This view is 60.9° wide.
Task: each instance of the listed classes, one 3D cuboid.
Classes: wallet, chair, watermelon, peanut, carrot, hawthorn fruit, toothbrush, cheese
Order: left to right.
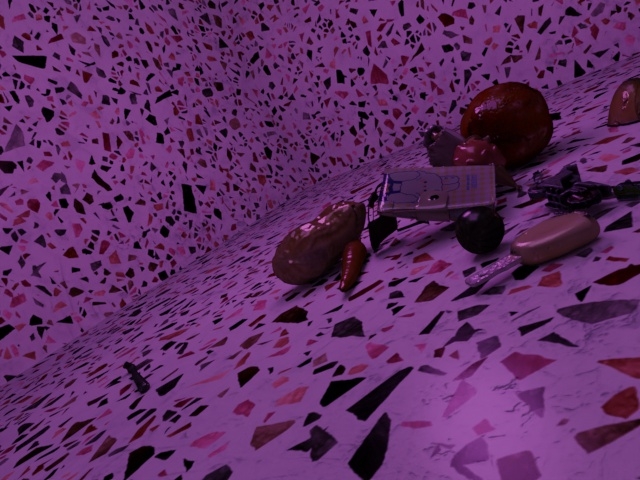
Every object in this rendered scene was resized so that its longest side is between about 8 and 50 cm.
[{"bbox_3d":[-0.511,0.376,1.507,0.030,0.030,0.297,-57,22,-16],"label":"toothbrush"},{"bbox_3d":[0.000,0.004,1.641,0.340,0.174,0.158,-35,35,-25],"label":"peanut"},{"bbox_3d":[0.087,0.067,1.485,0.069,0.069,0.336,-23,14,15],"label":"carrot"},{"bbox_3d":[0.197,-0.075,1.610,0.213,0.174,0.149,-32,42,-18],"label":"chair"},{"bbox_3d":[0.314,-0.132,1.474,0.309,0.077,0.223,0,42,17],"label":"wallet"},{"bbox_3d":[0.352,-0.029,1.190,0.105,0.105,0.133,-16,17,44],"label":"watermelon"},{"bbox_3d":[0.603,-0.378,1.790,0.315,0.316,0.316,-25,11,5],"label":"hawthorn fruit"},{"bbox_3d":[0.386,0.021,1.027,0.255,0.050,0.127,-27,11,-3],"label":"cheese"}]

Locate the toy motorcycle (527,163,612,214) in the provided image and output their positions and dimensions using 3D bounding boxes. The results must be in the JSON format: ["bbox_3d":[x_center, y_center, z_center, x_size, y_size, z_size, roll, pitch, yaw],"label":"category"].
[{"bbox_3d":[0.555,-0.111,1.197,0.122,0.080,0.215,-29,16,-3],"label":"toy motorcycle"}]

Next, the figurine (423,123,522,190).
[{"bbox_3d":[0.454,-0.252,1.634,0.166,0.207,0.387,-44,37,-2],"label":"figurine"}]

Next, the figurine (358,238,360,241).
[{"bbox_3d":[0.096,-0.002,1.761,0.071,0.067,0.083,-5,-2,7],"label":"figurine"}]

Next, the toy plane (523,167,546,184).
[{"bbox_3d":[0.607,-0.182,1.530,0.078,0.024,0.084,-41,-2,43],"label":"toy plane"}]

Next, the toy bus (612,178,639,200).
[{"bbox_3d":[0.625,-0.100,1.079,0.031,0.037,0.083,-29,12,-17],"label":"toy bus"}]

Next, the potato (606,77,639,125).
[{"bbox_3d":[0.964,-0.438,1.670,0.202,0.117,0.182,-34,16,-38],"label":"potato"}]

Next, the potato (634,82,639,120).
[{"bbox_3d":[0.925,-0.385,1.356,0.307,0.173,0.210,-36,12,-28],"label":"potato"}]
